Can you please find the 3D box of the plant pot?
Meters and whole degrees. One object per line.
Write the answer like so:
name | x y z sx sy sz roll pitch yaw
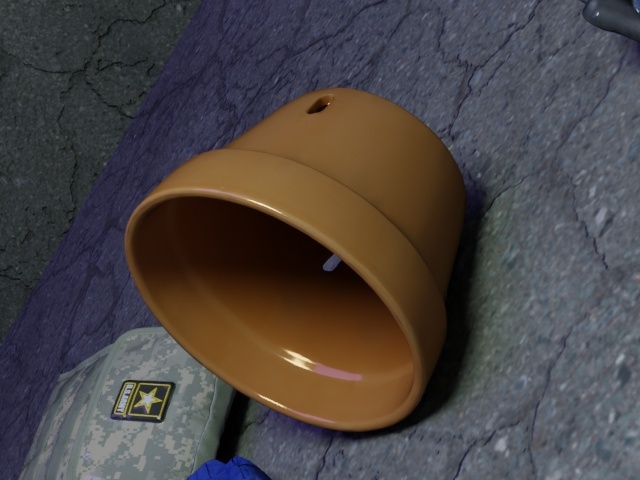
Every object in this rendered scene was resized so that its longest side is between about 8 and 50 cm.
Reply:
plant pot | 0.000 0.000 1.027 0.291 0.291 0.203 -29 22 52

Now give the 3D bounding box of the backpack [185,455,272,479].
backpack | -0.086 0.263 1.100 0.101 0.098 0.120 -41 12 -9

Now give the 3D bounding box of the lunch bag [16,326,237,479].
lunch bag | -0.211 0.233 1.309 0.287 0.169 0.235 -30 33 39

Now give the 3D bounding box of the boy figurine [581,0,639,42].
boy figurine | 0.290 -0.287 0.856 0.177 0.092 0.285 -80 6 -55
